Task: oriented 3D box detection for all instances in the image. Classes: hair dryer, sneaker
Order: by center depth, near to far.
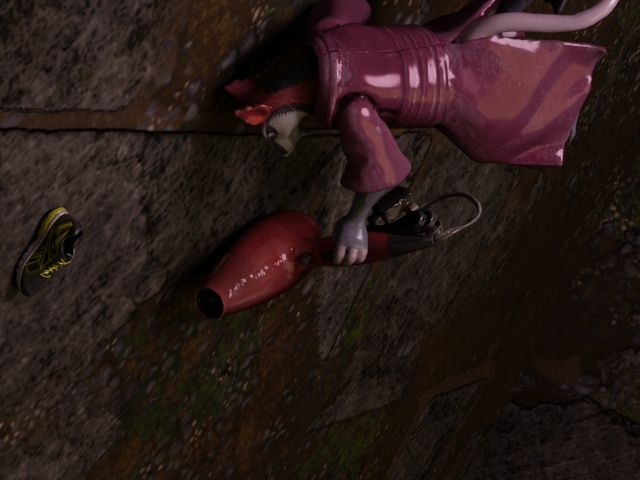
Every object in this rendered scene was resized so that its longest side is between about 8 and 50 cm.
[{"bbox_3d":[-0.230,0.014,1.419,0.083,0.035,0.031,-64,157,12],"label":"sneaker"},{"bbox_3d":[0.000,0.000,1.708,0.294,0.080,0.223,-26,-172,-13],"label":"hair dryer"}]

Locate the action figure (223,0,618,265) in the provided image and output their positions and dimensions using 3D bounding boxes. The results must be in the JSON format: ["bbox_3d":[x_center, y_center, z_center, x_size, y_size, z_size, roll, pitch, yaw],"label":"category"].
[{"bbox_3d":[0.094,-0.148,1.570,0.370,0.248,0.275,-9,158,-25],"label":"action figure"}]
